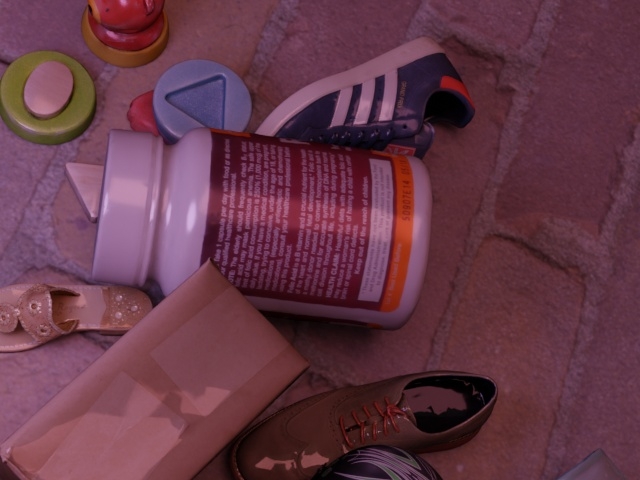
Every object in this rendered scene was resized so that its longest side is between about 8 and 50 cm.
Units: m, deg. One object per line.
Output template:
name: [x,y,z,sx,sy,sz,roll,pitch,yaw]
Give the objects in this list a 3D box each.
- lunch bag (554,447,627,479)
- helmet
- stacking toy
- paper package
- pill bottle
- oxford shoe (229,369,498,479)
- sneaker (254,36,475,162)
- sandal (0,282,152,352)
lunch bag: [0.308,0.406,1.884,0.262,0.160,0.223,-32,77,-18]
helmet: [0.076,0.321,1.803,0.169,0.161,0.169,21,60,-42]
stacking toy: [-0.255,-0.201,2.015,0.279,0.130,0.309,-34,79,-24]
paper package: [-0.205,0.215,1.751,0.168,0.309,0.325,46,65,3]
pill bottle: [-0.076,-0.019,1.908,0.392,0.224,0.224,8,66,-10]
oxford shoe: [0.056,0.222,1.912,0.348,0.130,0.123,-16,73,-20]
sneaker: [0.061,-0.145,2.068,0.350,0.131,0.148,-30,73,-23]
sandal: [-0.324,0.080,1.906,0.240,0.079,0.088,-3,68,-15]
